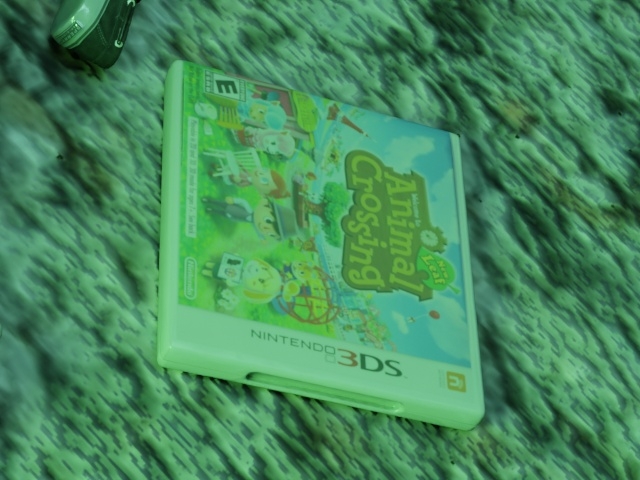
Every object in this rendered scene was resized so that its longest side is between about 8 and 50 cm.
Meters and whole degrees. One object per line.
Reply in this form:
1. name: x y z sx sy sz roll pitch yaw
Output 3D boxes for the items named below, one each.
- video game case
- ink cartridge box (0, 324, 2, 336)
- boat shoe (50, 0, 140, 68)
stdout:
1. video game case: 0.000 0.000 1.138 0.193 0.023 0.212 14 50 -20
2. ink cartridge box: -0.335 0.052 0.881 0.296 0.066 0.261 34 45 -1
3. boat shoe: -0.123 -0.158 1.184 0.040 0.049 0.142 40 45 -22
